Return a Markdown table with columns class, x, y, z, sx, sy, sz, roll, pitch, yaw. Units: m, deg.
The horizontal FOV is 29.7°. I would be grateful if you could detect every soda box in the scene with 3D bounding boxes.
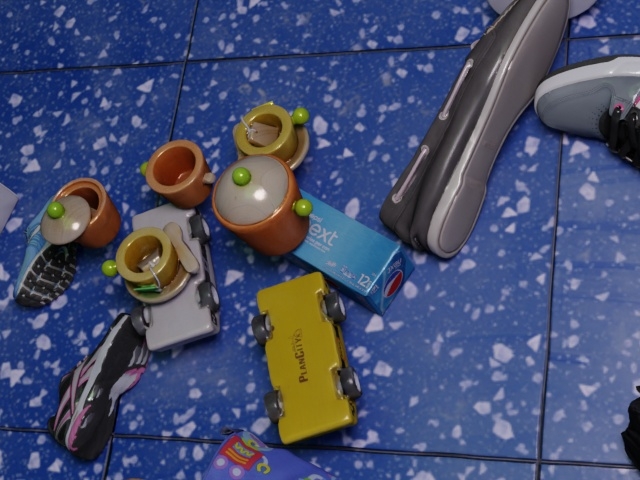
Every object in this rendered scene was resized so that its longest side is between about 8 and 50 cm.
| class | x | y | z | sx | sy | sz | roll | pitch | yaw |
| --- | --- | --- | --- | --- | --- | --- | --- | --- | --- |
| soda box | 0.000 | 0.000 | 1.383 | 0.210 | 0.067 | 0.071 | 30 | 80 | 28 |

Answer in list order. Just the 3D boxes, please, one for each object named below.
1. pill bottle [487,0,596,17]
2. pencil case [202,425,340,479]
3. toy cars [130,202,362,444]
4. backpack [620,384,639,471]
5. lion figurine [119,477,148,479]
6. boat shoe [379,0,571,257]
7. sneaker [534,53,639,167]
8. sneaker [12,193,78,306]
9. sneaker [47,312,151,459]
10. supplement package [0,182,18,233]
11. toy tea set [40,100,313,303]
| class | x | y | z | sx | sy | sz | roll | pitch | yaw |
| --- | --- | --- | --- | --- | --- | --- | --- | --- | --- |
| pill bottle | 0.256 | -0.407 | 1.415 | 0.162 | 0.162 | 0.279 | -6 | 66 | 18 |
| pencil case | 0.020 | 0.291 | 1.201 | 0.306 | 0.133 | 0.119 | 18 | 106 | 18 |
| toy cars | -0.086 | 0.094 | 1.369 | 0.393 | 0.087 | 0.176 | 30 | 75 | 32 |
| backpack | 0.385 | 0.166 | 1.136 | 0.182 | 0.152 | 0.115 | -24 | 66 | -5 |
| lion figurine | -0.279 | 0.362 | 1.308 | 0.392 | 0.142 | 0.240 | -28 | 52 | -9 |
| boat shoe | 0.166 | -0.146 | 1.342 | 0.095 | 0.112 | 0.335 | 26 | 91 | 31 |
| sneaker | 0.360 | -0.087 | 1.263 | 0.295 | 0.124 | 0.178 | 5 | 60 | 21 |
| sneaker | -0.343 | 0.010 | 1.522 | 0.073 | 0.063 | 0.162 | 5 | 64 | 41 |
| sneaker | -0.268 | 0.160 | 1.414 | 0.077 | 0.072 | 0.178 | 13 | 66 | 36 |
| supplement package | -0.519 | 0.009 | 1.533 | 0.139 | 0.134 | 0.244 | 18 | 75 | 26 |
| toy tea set | -0.163 | -0.050 | 1.350 | 0.336 | 0.124 | 0.200 | -22 | 56 | 9 |
